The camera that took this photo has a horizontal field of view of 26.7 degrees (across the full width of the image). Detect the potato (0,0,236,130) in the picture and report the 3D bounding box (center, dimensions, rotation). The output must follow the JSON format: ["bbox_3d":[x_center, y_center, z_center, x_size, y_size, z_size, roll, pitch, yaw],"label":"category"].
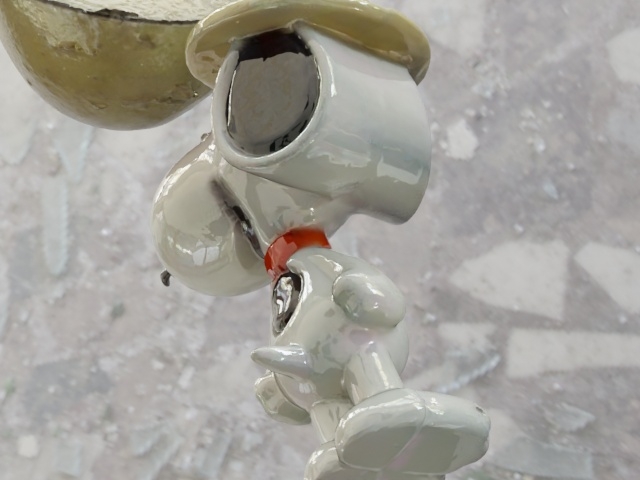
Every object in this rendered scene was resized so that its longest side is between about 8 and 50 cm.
[{"bbox_3d":[-0.147,-0.137,0.910,0.202,0.182,0.117,17,120,11],"label":"potato"}]

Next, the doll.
[{"bbox_3d":[0.013,-0.009,0.695,0.271,0.144,0.208,47,117,47],"label":"doll"}]
